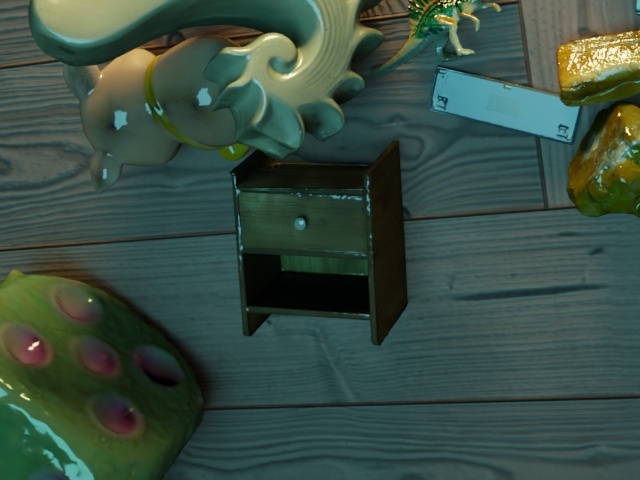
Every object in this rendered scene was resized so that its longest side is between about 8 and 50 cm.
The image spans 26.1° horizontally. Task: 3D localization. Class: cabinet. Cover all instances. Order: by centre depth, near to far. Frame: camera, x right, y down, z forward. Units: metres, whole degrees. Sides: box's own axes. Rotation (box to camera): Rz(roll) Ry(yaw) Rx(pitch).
[{"bbox_3d":[0.000,0.000,1.667,0.175,0.148,0.215,3,109,18],"label":"cabinet"}]

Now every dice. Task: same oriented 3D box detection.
[{"bbox_3d":[-0.367,0.256,1.792,0.330,0.318,0.322,35,116,2],"label":"dice"}]

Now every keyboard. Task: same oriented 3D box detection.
[{"bbox_3d":[0.215,-0.158,1.610,0.176,0.014,0.055,15,113,13],"label":"keyboard"}]

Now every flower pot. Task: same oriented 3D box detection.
[{"bbox_3d":[-0.115,-0.262,1.522,0.367,0.164,0.254,25,80,-9],"label":"flower pot"}]

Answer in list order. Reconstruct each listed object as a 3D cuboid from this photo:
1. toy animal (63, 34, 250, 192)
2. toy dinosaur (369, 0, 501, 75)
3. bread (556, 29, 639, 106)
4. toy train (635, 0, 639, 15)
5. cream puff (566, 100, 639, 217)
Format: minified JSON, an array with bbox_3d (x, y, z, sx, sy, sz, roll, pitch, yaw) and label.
[{"bbox_3d":[-0.171,-0.166,1.671,0.248,0.149,0.165,-15,90,11],"label":"toy animal"},{"bbox_3d":[0.133,-0.258,1.590,0.187,0.044,0.106,-7,94,34],"label":"toy dinosaur"},{"bbox_3d":[0.326,-0.192,1.526,0.132,0.074,0.053,-11,146,19],"label":"bread"},{"bbox_3d":[0.467,-0.253,1.470,0.252,0.055,0.048,8,103,15],"label":"toy train"},{"bbox_3d":[0.352,-0.083,1.534,0.116,0.146,0.146,21,116,-9],"label":"cream puff"}]
